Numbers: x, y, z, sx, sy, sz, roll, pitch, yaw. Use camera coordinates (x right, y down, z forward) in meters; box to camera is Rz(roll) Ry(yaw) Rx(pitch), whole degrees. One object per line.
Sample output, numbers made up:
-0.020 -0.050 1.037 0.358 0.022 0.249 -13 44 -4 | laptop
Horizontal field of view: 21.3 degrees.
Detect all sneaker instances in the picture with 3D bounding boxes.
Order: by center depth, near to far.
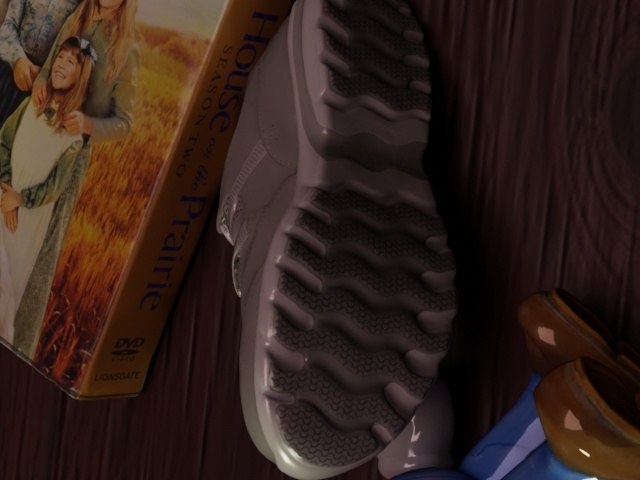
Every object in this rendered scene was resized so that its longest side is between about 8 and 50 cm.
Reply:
0.000 0.000 0.875 0.115 0.105 0.281 -38 36 46 | sneaker

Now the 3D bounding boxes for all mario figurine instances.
0.019 0.160 0.822 0.170 0.198 0.320 46 106 21 | mario figurine

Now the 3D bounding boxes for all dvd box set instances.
-0.157 -0.159 1.033 0.307 0.062 0.420 33 108 31 | dvd box set
